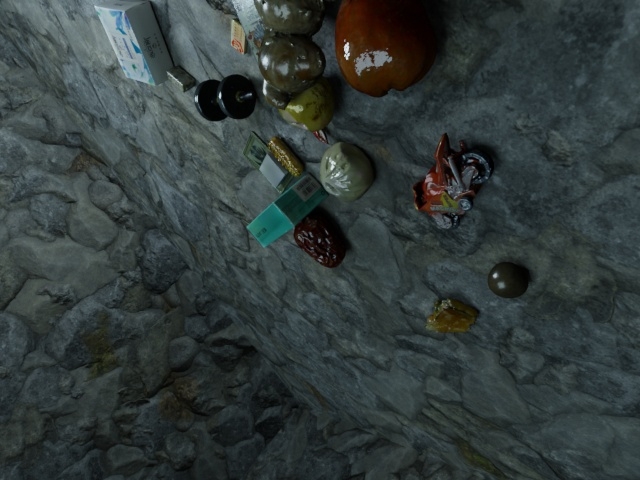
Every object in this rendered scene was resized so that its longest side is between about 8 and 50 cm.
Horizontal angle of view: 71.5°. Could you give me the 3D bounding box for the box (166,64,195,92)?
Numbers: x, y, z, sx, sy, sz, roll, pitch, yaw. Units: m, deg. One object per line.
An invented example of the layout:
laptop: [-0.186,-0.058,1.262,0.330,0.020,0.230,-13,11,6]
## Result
box: [-0.531,-0.614,1.690,0.098,0.062,0.045,38,151,9]

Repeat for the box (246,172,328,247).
box: [-0.132,-0.107,1.675,0.118,0.205,0.311,51,150,-5]

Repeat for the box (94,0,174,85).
box: [-0.688,-0.745,1.669,0.203,0.116,0.274,26,145,31]

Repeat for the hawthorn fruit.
hawthorn fruit: [0.126,-0.445,0.949,0.224,0.224,0.260,2,113,50]

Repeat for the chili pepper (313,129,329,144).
chili pepper: [-0.055,-0.406,1.375,0.059,0.050,0.268,-37,101,16]

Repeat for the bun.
bun: [0.067,-0.201,1.393,0.178,0.128,0.193,43,152,1]

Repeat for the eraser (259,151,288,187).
eraser: [-0.179,-0.265,1.679,0.104,0.023,0.150,50,156,-2]

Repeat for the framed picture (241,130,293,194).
framed picture: [-0.206,-0.297,1.726,0.231,0.010,0.173,45,150,0]

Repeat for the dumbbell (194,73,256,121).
dumbbell: [-0.325,-0.482,1.516,0.326,0.143,0.143,11,136,44]

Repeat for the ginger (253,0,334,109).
ginger: [-0.065,-0.503,1.072,0.256,0.176,0.375,31,120,33]

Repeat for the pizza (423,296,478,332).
pizza: [0.454,0.264,1.548,0.147,0.069,0.226,15,147,8]

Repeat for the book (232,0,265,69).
book: [-0.164,-0.601,1.271,0.158,0.026,0.231,7,127,48]

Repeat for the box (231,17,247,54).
box: [-0.251,-0.629,1.372,0.058,0.015,0.093,41,150,11]

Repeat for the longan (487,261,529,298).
longan: [0.527,0.110,1.242,0.114,0.092,0.113,2,104,9]

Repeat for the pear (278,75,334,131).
pear: [-0.038,-0.387,1.255,0.178,0.178,0.178,31,147,23]

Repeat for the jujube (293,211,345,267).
jujube: [0.000,0.000,1.707,0.230,0.155,0.155,44,151,-15]

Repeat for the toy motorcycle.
toy motorcycle: [0.334,-0.139,1.172,0.171,0.089,0.298,37,149,16]

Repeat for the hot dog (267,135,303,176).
hot dog: [-0.122,-0.296,1.589,0.165,0.045,0.071,49,149,-6]
